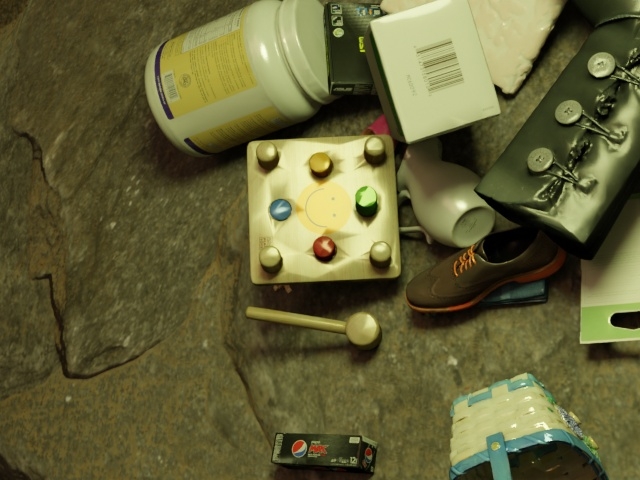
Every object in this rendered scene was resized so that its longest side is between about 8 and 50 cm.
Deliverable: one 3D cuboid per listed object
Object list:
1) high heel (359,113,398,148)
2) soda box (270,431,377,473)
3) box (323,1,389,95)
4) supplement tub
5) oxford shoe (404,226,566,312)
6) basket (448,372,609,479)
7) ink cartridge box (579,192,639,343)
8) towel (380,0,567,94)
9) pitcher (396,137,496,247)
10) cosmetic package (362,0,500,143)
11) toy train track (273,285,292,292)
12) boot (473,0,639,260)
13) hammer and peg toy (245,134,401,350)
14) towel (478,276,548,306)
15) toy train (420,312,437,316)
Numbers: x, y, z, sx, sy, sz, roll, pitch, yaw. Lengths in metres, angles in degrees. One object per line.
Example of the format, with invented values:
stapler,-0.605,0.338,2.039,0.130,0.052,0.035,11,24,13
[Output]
high heel,0.046,-0.156,2.052,0.244,0.117,0.082,-51,35,6
soda box,0.006,0.348,1.880,0.169,0.060,0.053,-3,68,31
box,0.104,-0.350,2.094,0.191,0.045,0.184,1,60,-7
supplement tub,-0.138,-0.314,2.171,0.331,0.241,0.241,-17,60,25
oxford shoe,0.244,0.035,1.812,0.271,0.098,0.097,-24,54,21
basket,0.291,0.346,1.575,0.201,0.255,0.289,-22,47,21
ink cartridge box,0.479,0.043,1.723,0.171,0.056,0.235,-7,68,31
towel,0.291,-0.470,1.976,0.317,0.053,0.332,38,116,24
pitcher,0.193,-0.056,1.926,0.177,0.125,0.207,-61,38,20
cosmetic package,0.169,-0.267,1.828,0.155,0.365,0.197,-18,94,1
toy train track,-0.054,0.063,2.083,0.083,0.014,0.048,-38,53,12
boot,0.373,-0.235,1.733,0.367,0.146,0.445,32,94,43
hammer and peg toy,0.000,0.000,1.926,0.266,0.127,0.361,-2,77,2
towel,0.308,0.069,1.837,0.119,0.029,0.067,-8,62,31
toy train,0.225,0.070,1.893,0.158,0.027,0.036,-47,62,5
